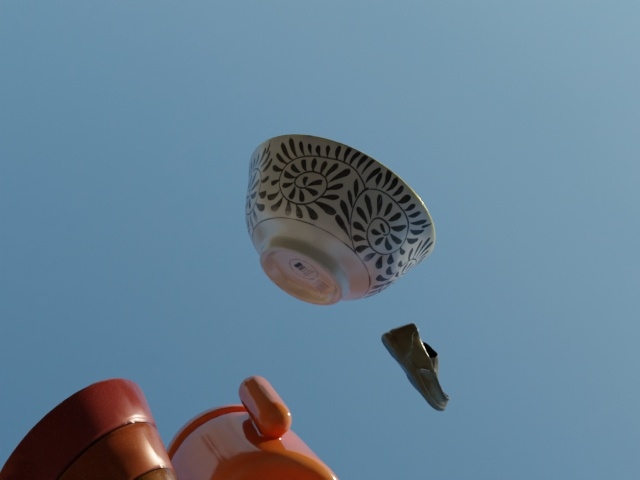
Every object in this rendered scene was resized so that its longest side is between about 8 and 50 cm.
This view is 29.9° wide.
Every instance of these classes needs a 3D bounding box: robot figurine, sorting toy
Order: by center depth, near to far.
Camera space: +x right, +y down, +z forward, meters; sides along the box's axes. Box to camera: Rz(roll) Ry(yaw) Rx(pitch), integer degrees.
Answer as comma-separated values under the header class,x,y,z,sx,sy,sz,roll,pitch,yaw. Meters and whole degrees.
class,x,y,z,sx,sy,sz,roll,pitch,yaw
sorting toy,-0.176,0.179,0.607,0.126,0.127,0.365,36,-157,23
robot figurine,-0.057,0.207,0.949,0.128,0.158,0.219,-31,-161,-12

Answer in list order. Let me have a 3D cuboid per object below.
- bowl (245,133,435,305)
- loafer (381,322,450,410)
class,x,y,z,sx,sy,sz,roll,pitch,yaw
bowl,0.000,0.000,0.975,0.170,0.170,0.080,15,-122,25
loafer,0.134,0.164,1.554,0.050,0.148,0.056,-38,-147,-3
